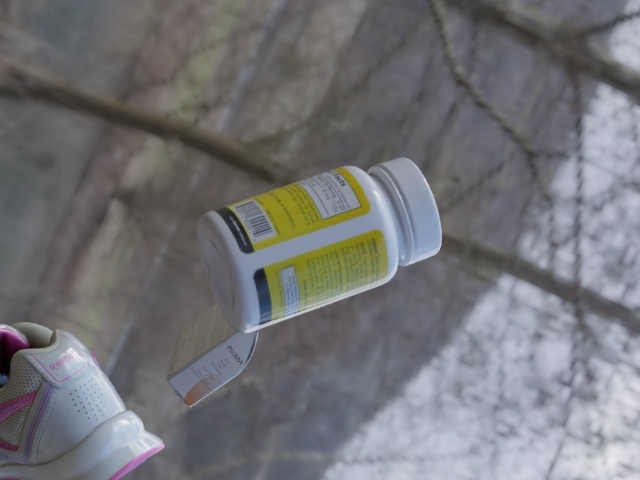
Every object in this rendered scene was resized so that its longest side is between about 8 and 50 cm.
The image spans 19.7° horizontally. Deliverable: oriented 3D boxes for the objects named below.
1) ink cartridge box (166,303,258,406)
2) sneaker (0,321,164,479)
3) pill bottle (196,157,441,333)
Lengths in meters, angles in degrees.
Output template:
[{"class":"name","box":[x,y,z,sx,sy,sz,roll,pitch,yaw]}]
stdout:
[{"class":"ink cartridge box","box":[-0.070,0.083,1.886,0.179,0.045,0.145,-31,-165,12]},{"class":"sneaker","box":[-0.210,0.107,1.207,0.252,0.111,0.103,-11,-164,43]},{"class":"pill bottle","box":[0.000,0.000,1.723,0.119,0.208,0.119,161,-90,-74]}]
